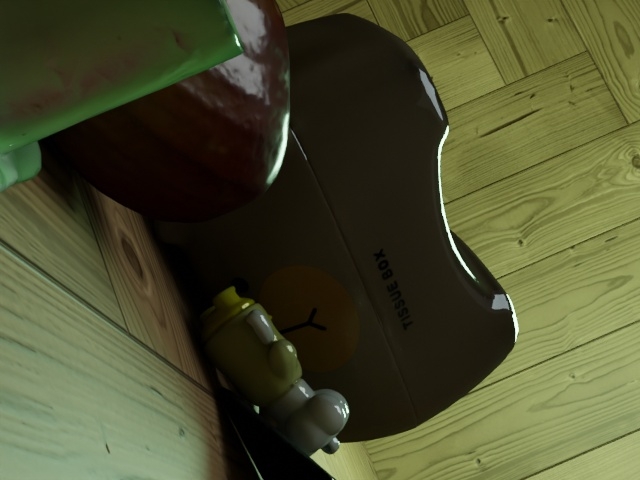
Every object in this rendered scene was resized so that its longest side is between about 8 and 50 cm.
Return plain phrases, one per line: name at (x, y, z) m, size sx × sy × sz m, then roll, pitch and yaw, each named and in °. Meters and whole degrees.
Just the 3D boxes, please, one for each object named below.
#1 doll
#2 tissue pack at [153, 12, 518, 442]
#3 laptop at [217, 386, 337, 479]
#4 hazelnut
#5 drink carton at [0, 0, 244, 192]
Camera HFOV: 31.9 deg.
doll at (-0.040, 0.115, 0.938) m, size 0.162 × 0.062 × 0.106 m, roll 51°, pitch -33°, yaw 5°
tissue pack at (0.000, 0.000, 1.086) m, size 0.387 × 0.276 × 0.267 m, roll 68°, pitch -7°, yaw -30°
laptop at (-0.012, 0.193, 0.876) m, size 0.197 × 0.016 × 0.135 m, roll 24°, pitch -36°, yaw 57°
hazelnut at (-0.116, -0.120, 0.723) m, size 0.212 × 0.180 × 0.181 m, roll -111°, pitch -154°, yaw -43°
drink carton at (-0.121, -0.118, 0.543) m, size 0.146 × 0.142 × 0.144 m, roll -99°, pitch 165°, yaw -80°
